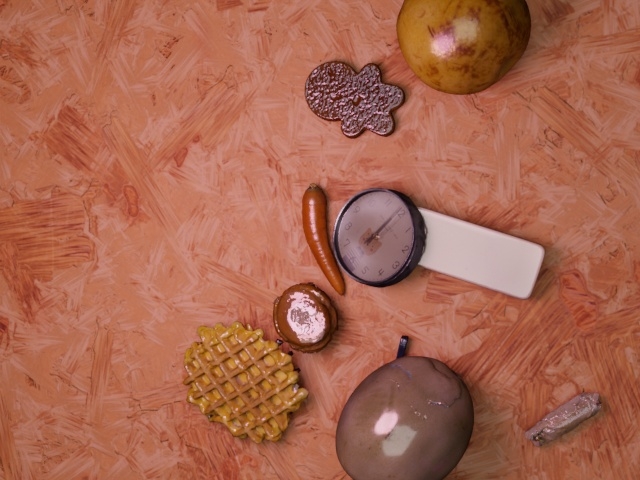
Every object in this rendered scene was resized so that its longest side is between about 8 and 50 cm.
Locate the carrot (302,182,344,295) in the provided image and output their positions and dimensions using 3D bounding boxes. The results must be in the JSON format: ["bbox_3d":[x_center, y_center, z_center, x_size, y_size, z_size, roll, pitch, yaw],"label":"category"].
[{"bbox_3d":[0.000,0.000,1.878,0.062,0.066,0.271,-6,94,55],"label":"carrot"}]

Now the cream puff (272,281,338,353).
[{"bbox_3d":[-0.031,0.177,1.854,0.150,0.115,0.165,0,83,10],"label":"cream puff"}]

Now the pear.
[{"bbox_3d":[0.298,-0.445,1.703,0.280,0.280,0.281,0,92,11],"label":"pear"}]

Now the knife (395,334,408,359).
[{"bbox_3d":[0.182,0.277,1.860,0.018,0.031,0.121,14,95,8],"label":"knife"}]

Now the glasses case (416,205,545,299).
[{"bbox_3d":[0.334,0.026,1.803,0.312,0.070,0.131,18,95,10],"label":"glasses case"}]

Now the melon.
[{"bbox_3d":[0.190,0.401,1.746,0.268,0.268,0.330,42,80,7],"label":"melon"}]

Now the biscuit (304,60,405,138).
[{"bbox_3d":[0.076,-0.330,1.860,0.236,0.039,0.180,23,98,10],"label":"biscuit"}]

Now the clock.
[{"bbox_3d":[0.127,-0.007,1.807,0.225,0.049,0.226,-4,83,36],"label":"clock"}]

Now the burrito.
[{"bbox_3d":[0.543,0.397,1.787,0.188,0.045,0.058,-36,92,8],"label":"burrito"}]

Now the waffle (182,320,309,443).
[{"bbox_3d":[-0.192,0.336,1.888,0.329,0.062,0.330,5,107,18],"label":"waffle"}]
